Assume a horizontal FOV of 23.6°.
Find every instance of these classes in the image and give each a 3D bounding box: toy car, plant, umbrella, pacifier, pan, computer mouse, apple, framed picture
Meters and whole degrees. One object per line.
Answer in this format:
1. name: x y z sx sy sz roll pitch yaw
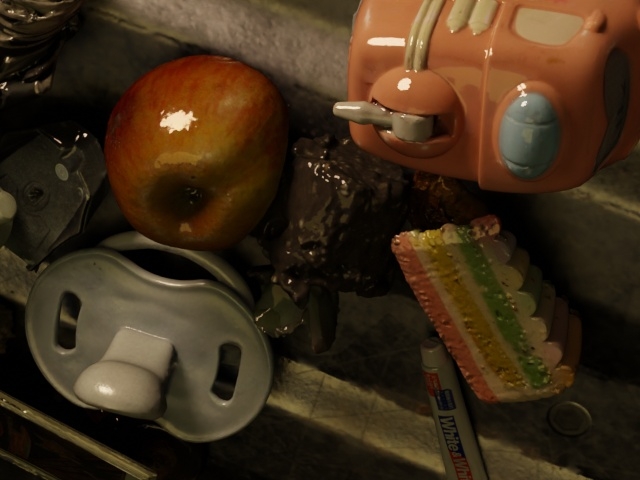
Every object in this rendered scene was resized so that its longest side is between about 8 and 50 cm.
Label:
1. toy car: 0.146 -0.134 1.281 0.271 0.212 0.180 9 124 14
2. plant: 0.000 0.000 1.465 0.142 0.131 0.203 46 130 42
3. umbrella: -0.325 -0.157 1.509 0.106 0.113 0.358 37 133 -10
4. pacifier: -0.191 0.117 1.571 0.279 0.207 0.227 16 120 8
5. pan: -0.227 0.214 1.752 0.212 0.040 0.115 35 121 -6
6. computer mouse: -0.281 -0.054 1.578 0.126 0.071 0.231 51 137 -1
7. apple: -0.120 -0.088 1.434 0.160 0.173 0.195 36 128 -18
8. framed picture: -0.318 0.242 1.763 0.273 0.016 0.216 27 153 3

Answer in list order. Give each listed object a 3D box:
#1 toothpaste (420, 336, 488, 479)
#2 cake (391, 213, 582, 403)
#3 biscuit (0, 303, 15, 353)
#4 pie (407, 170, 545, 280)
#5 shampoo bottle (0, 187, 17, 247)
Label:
1. toothpaste: 0.140 0.192 1.613 0.052 0.033 0.218 0 126 25
2. cake: 0.162 0.070 1.439 0.109 0.090 0.225 -15 138 29
3. biscuit: -0.428 0.085 1.712 0.168 0.082 0.070 27 129 1
4. pie: 0.137 -0.007 1.479 0.088 0.033 0.191 -27 115 36
5. shampoo bottle: -0.396 -0.016 1.588 0.262 0.085 0.085 -11 119 45
